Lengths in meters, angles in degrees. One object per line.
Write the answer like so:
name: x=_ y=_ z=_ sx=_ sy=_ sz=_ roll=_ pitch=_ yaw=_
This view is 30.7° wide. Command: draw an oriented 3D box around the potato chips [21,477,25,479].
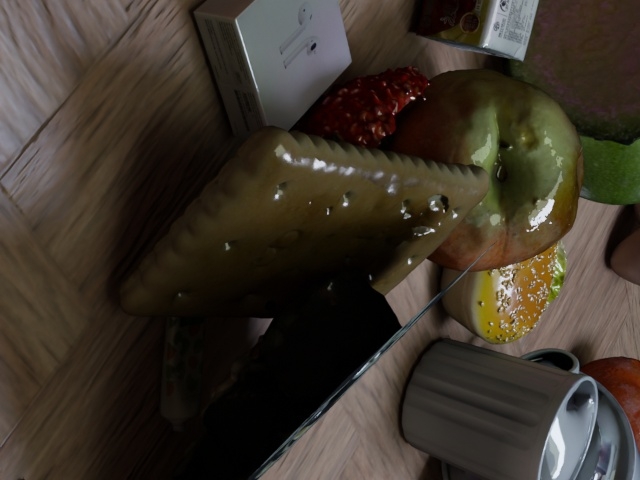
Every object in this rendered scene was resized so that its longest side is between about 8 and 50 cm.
potato chips: x=-0.252 y=0.252 z=0.896 sx=0.209 sy=0.026 sz=0.142 roll=32 pitch=75 yaw=-58

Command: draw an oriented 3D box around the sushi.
sushi: x=-0.046 y=0.128 z=1.017 sx=0.373 sy=0.100 sz=0.296 roll=-49 pitch=172 yaw=33

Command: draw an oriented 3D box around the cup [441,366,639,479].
cup: x=0.333 y=0.344 z=1.647 sx=0.253 sy=0.253 sz=0.371 roll=-64 pitch=151 yaw=-15

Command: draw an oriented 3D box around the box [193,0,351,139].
box: x=-0.038 y=-0.174 z=0.999 sx=0.129 sy=0.051 sz=0.130 roll=-50 pitch=142 yaw=-32

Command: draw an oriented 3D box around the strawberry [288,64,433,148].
strawberry: x=0.014 y=-0.097 z=1.094 sx=0.167 sy=0.087 sz=0.208 roll=-49 pitch=-176 yaw=35

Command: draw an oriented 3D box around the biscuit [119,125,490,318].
biscuit: x=0.000 y=0.000 z=1.006 sx=0.217 sy=0.044 sz=0.325 roll=-47 pitch=150 yaw=25

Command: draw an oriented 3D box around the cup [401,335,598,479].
cup: x=0.234 y=0.219 z=1.469 sx=0.221 sy=0.202 sz=0.167 roll=1 pitch=104 yaw=-58

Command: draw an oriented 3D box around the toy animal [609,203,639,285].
toy animal: x=0.606 y=-0.005 z=1.953 sx=0.221 sy=0.210 sz=0.229 roll=-59 pitch=-171 yaw=25

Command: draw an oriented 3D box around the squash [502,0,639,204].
squash: x=0.405 y=-0.172 z=1.468 sx=0.310 sy=0.310 sz=0.309 roll=-61 pitch=149 yaw=-18

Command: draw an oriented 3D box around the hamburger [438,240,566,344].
hamburger: x=0.232 y=0.023 z=1.457 sx=0.173 sy=0.116 sz=0.210 roll=-4 pitch=108 yaw=-54

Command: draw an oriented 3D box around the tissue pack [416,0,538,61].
tissue pack: x=0.173 y=-0.276 z=1.235 sx=0.106 sy=0.099 sz=0.149 roll=3 pitch=102 yaw=-56

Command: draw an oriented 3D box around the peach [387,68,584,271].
peach: x=0.168 y=-0.075 z=1.222 sx=0.235 sy=0.214 sz=0.214 roll=-100 pitch=-159 yaw=-80

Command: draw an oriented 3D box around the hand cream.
hand cream: x=-0.119 y=0.087 z=1.023 sx=0.057 sy=0.037 sz=0.165 roll=-5 pitch=103 yaw=-57

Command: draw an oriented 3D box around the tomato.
tomato: x=0.481 y=0.297 z=1.908 sx=0.184 sy=0.208 sz=0.208 roll=-45 pitch=166 yaw=35
